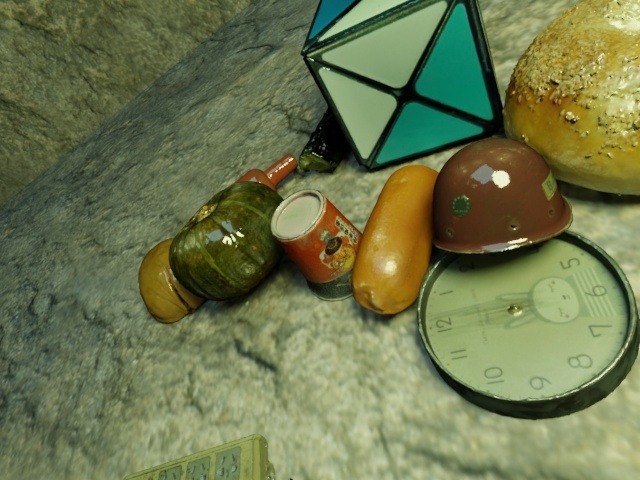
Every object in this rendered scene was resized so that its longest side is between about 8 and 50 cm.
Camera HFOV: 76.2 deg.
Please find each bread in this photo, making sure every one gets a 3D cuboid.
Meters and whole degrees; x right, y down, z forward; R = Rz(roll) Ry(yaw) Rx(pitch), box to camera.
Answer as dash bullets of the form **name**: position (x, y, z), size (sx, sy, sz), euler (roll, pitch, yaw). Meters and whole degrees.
- **bread**: position (0.370, -0.192, 0.470), size (0.305, 0.159, 0.306), euler (-21, 43, 20)

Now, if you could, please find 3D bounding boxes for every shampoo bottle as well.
- **shampoo bottle**: position (-0.145, -0.086, 0.819), size (0.244, 0.085, 0.085), euler (-39, 41, -3)

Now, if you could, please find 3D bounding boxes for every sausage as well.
- **sausage**: position (0.106, -0.010, 0.555), size (0.098, 0.098, 0.238), euler (0, 52, 36)

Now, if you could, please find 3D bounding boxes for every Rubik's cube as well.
- **Rubik's cube**: position (0.142, -0.306, 0.674), size (0.246, 0.248, 0.250), euler (-13, 46, 28)

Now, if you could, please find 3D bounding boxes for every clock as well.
- **clock**: position (0.209, 0.075, 0.439), size (0.214, 0.042, 0.215), euler (-20, 44, 21)

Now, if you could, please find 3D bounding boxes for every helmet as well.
- **helmet**: position (0.201, -0.066, 0.474), size (0.155, 0.106, 0.175), euler (1, 23, 47)

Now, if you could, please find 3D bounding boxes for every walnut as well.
- **walnut**: position (-0.297, 0.060, 0.795), size (0.167, 0.087, 0.211), euler (-48, 41, -3)

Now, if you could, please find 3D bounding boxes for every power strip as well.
- **power strip**: position (-0.177, 0.322, 0.509), size (0.267, 0.034, 0.092), euler (-25, 43, 17)

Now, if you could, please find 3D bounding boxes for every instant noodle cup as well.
- **instant noodle cup**: position (0.001, 0.001, 0.587), size (0.127, 0.136, 0.127), euler (-20, 46, 21)

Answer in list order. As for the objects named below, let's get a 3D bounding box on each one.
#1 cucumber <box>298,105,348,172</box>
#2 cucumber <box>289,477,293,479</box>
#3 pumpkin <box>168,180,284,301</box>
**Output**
- **cucumber**: position (0.044, -0.259, 0.837), size (0.081, 0.072, 0.304), euler (0, 54, 37)
- **cucumber**: position (-0.049, 0.372, 0.324), size (0.145, 0.105, 0.326), euler (5, 60, 38)
- **pumpkin**: position (-0.145, 0.002, 0.682), size (0.223, 0.157, 0.224), euler (-33, 28, 20)
